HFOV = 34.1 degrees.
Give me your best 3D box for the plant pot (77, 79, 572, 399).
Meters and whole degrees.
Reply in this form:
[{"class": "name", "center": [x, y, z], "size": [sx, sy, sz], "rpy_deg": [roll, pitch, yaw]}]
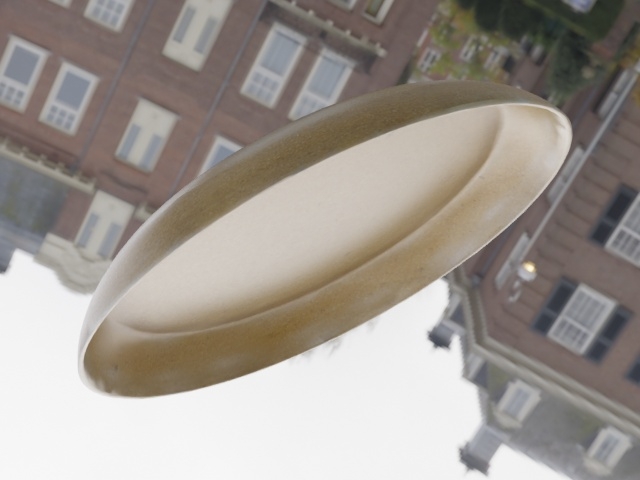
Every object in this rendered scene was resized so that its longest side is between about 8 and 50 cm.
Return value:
[{"class": "plant pot", "center": [0.000, 0.000, 0.463], "size": [0.236, 0.236, 0.032], "rpy_deg": [1, -123, -55]}]
